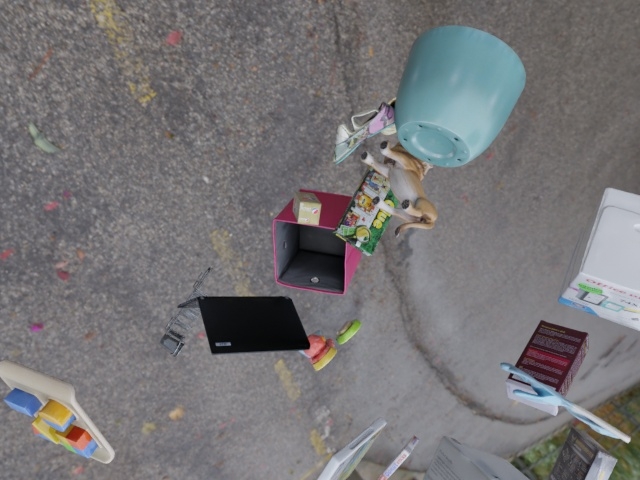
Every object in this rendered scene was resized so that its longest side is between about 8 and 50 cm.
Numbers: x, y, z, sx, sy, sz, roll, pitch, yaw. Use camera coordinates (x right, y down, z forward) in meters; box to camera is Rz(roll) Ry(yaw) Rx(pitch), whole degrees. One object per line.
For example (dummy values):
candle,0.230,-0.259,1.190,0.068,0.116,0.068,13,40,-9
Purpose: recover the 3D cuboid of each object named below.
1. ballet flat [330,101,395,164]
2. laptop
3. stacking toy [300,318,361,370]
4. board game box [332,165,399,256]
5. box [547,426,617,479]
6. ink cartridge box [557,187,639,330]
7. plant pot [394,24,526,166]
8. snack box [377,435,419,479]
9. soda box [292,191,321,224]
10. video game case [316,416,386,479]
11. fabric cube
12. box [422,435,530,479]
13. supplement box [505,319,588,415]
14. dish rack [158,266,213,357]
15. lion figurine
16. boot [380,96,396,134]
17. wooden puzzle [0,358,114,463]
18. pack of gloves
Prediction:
ballet flat,0.098,-0.287,1.471,0.222,0.079,0.076,-32,-158,29
laptop,-0.187,0.200,1.325,0.235,0.136,0.264,4,166,-29
stacking toy,0.022,0.409,2.450,0.279,0.130,0.309,-44,-178,-12
board game box,0.152,-0.095,1.702,0.259,0.136,0.030,-62,-163,-18
box,0.748,0.661,1.626,0.182,0.056,0.231,-64,173,0
ink cartridge box,0.648,0.048,1.191,0.197,0.198,0.270,-66,160,-12
plant pot,0.313,-0.321,1.361,0.235,0.293,0.293,-66,154,-17
snack box,0.213,0.608,1.559,0.064,0.022,0.178,-34,156,-49
soda box,-0.040,-0.091,1.564,0.058,0.181,0.061,5,103,-8
video game case,0.049,0.538,1.339,0.206,0.026,0.226,-16,140,-52
fabric cube,0.000,0.000,1.959,0.258,0.254,0.258,-59,154,-57
box,0.325,0.495,1.097,0.182,0.181,0.119,26,89,-17
supplement box,0.599,0.328,1.486,0.239,0.130,0.073,-45,132,-31
dish rack,-0.380,0.207,1.653,0.271,0.074,0.208,-60,-170,-19
lion figurine,0.247,-0.141,1.571,0.240,0.391,0.142,24,139,-39
boot,0.311,-0.463,1.952,0.262,0.095,0.203,-28,178,10
wooden puzzle,-0.815,0.537,1.710,0.080,0.322,0.347,-53,144,-44
pack of gloves,0.425,0.300,1.019,0.046,0.232,0.195,-57,151,-2
